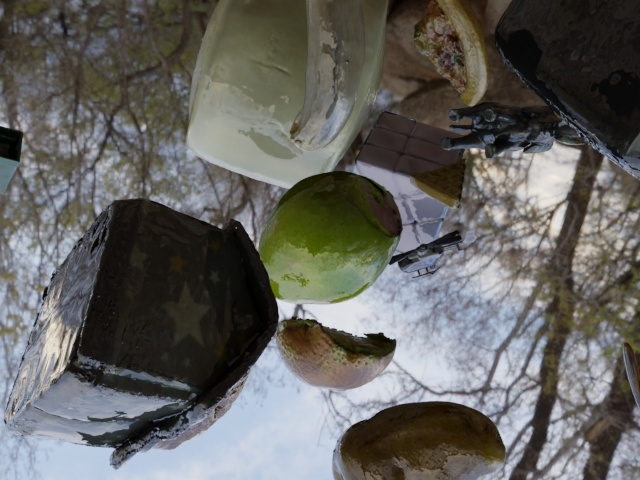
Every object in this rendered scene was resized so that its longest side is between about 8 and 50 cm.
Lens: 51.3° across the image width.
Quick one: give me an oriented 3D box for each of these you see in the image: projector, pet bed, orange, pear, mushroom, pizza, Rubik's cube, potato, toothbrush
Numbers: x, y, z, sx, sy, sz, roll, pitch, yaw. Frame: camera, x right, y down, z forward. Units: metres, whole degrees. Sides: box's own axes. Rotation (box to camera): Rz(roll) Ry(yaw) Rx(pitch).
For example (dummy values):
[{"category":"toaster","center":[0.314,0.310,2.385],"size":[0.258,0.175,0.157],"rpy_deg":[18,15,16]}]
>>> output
[{"category":"projector","center":[0.448,-0.285,0.766],"size":[0.242,0.395,0.405],"rpy_deg":[18,-151,-23]},{"category":"pet bed","center":[-0.149,0.084,0.575],"size":[0.159,0.211,0.183],"rpy_deg":[23,-130,-27]},{"category":"orange","center":[0.039,0.295,1.765],"size":[0.335,0.196,0.263],"rpy_deg":[-4,180,42]},{"category":"pear","center":[0.000,0.000,0.958],"size":[0.187,0.220,0.187],"rpy_deg":[39,-145,-35]},{"category":"mushroom","center":[0.016,-0.314,1.112],"size":[0.123,0.351,0.095],"rpy_deg":[22,-153,25]},{"category":"pizza","center":[0.239,-0.371,1.262],"size":[0.058,0.292,0.197],"rpy_deg":[-40,-127,-8]},{"category":"Rubik's cube","center":[0.193,-0.127,1.549],"size":[0.221,0.231,0.224],"rpy_deg":[18,-137,8]},{"category":"potato","center":[0.176,0.421,1.285],"size":[0.176,0.369,0.195],"rpy_deg":[41,-145,-33]},{"category":"toothbrush","center":[0.601,0.333,1.221],"size":[0.031,0.320,0.023],"rpy_deg":[-12,-170,28]}]

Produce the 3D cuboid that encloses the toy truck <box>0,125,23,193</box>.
[{"category":"toy truck","center":[-0.527,-0.118,1.042],"size":[0.079,0.147,0.065],"rpy_deg":[15,-126,-34]}]

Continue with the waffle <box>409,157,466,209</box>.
[{"category":"waffle","center":[0.217,-0.091,1.044],"size":[0.097,0.023,0.153],"rpy_deg":[33,-144,33]}]

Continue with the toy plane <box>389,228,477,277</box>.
[{"category":"toy plane","center":[0.241,0.027,1.425],"size":[0.197,0.078,0.053],"rpy_deg":[-19,-125,5]}]

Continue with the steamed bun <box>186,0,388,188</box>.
[{"category":"steamed bun","center":[-0.063,-0.338,1.350],"size":[0.371,0.455,0.290],"rpy_deg":[17,-171,-4]}]

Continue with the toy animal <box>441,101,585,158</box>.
[{"category":"toy animal","center":[0.308,-0.176,1.053],"size":[0.137,0.082,0.269],"rpy_deg":[-13,-163,-33]}]

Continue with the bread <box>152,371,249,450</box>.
[{"category":"bread","center":[-0.218,0.262,1.170],"size":[0.260,0.134,0.129],"rpy_deg":[-41,-127,-19]}]
